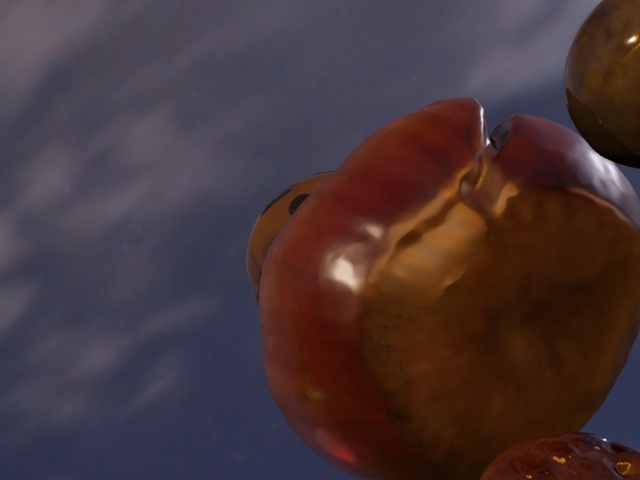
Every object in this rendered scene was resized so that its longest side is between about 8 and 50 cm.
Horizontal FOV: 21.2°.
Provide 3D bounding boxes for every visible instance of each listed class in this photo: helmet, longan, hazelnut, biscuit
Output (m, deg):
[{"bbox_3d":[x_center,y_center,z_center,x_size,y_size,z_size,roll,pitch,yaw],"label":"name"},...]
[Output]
[{"bbox_3d":[0.000,0.000,2.090,0.224,0.130,0.198,-48,-47,3],"label":"helmet"},{"bbox_3d":[0.296,-0.144,1.437,0.187,0.167,0.167,-51,-44,8],"label":"longan"},{"bbox_3d":[0.121,0.046,1.672,0.409,0.359,0.359,-47,-28,-23],"label":"hazelnut"},{"bbox_3d":[0.219,0.234,1.331,0.212,0.212,0.036,-2,-42,-18],"label":"biscuit"}]
